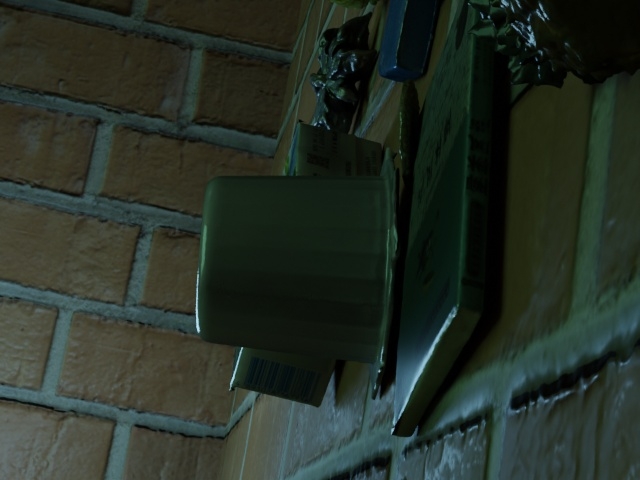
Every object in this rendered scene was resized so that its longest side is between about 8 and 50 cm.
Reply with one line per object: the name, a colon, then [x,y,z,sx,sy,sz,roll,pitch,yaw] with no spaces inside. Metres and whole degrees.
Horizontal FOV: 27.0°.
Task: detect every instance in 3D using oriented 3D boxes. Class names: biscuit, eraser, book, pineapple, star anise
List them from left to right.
star anise: [0.026,-0.237,2.091,0.262,0.081,0.230,118,152,-60]
biscuit: [0.095,-0.113,1.415,0.120,0.015,0.120,0,-90,-79]
eraser: [0.124,-0.348,1.604,0.144,0.042,0.312,-158,80,-82]
book: [0.114,-0.040,1.211,0.264,0.031,0.379,105,173,-58]
pineapple: [0.147,-0.149,0.788,0.248,0.128,0.128,-169,90,-87]

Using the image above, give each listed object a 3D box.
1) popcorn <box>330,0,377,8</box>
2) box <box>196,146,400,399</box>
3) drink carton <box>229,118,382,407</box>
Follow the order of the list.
popcorn: [0.047,-0.415,1.987,0.162,0.135,0.141,-97,12,-63]
box: [-0.027,0.012,1.459,0.291,0.206,0.262,-95,10,-67]
drink carton: [-0.015,0.035,1.752,0.194,0.132,0.325,-90,15,-61]
